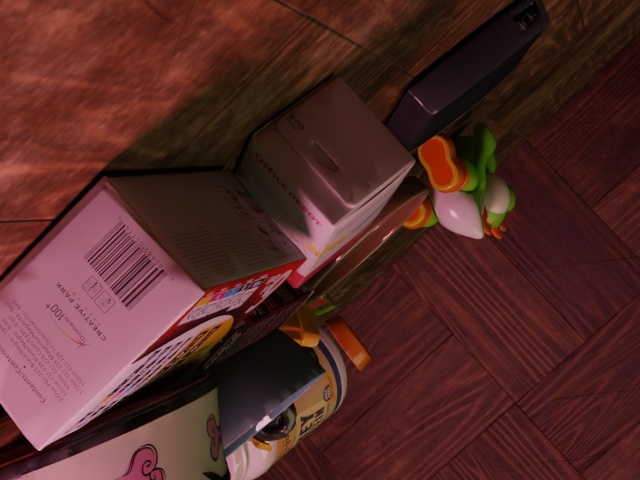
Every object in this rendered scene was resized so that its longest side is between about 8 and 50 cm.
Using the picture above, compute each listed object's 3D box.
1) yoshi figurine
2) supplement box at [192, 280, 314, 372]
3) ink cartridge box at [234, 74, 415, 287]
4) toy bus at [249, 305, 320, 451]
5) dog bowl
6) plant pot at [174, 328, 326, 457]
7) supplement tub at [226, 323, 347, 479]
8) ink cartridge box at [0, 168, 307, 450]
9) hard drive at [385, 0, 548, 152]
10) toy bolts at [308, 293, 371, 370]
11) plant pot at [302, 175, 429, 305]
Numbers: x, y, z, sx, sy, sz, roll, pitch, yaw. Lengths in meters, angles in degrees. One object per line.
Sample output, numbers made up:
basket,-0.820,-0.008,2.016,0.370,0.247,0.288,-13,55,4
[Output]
yoshi figurine,0.225,-0.112,2.341,0.362,0.203,0.203,7,92,-62
supplement box,-0.111,0.055,1.511,0.073,0.130,0.239,-46,172,21
ink cartridge box,-0.006,-0.059,1.403,0.127,0.128,0.176,-39,172,-25
toy bus,-0.129,0.182,1.999,0.220,0.211,0.149,-65,-156,20
dog bowl,-0.270,0.273,1.331,0.408,0.150,0.408,-21,178,-1
plant pot,-0.165,0.178,1.648,0.290,0.195,0.290,-38,174,-5
supplement tub,-0.126,0.287,2.378,0.316,0.228,0.228,-35,170,-43
ink cartridge box,-0.185,0.072,1.225,0.272,0.130,0.309,-43,173,15
hard drive,0.198,-0.221,1.812,0.254,0.054,0.172,-39,172,-24
toy bolts,-0.049,0.144,2.164,0.158,0.218,0.228,-36,155,1
plant pot,0.028,-0.028,1.833,0.237,0.110,0.237,-41,173,-6
